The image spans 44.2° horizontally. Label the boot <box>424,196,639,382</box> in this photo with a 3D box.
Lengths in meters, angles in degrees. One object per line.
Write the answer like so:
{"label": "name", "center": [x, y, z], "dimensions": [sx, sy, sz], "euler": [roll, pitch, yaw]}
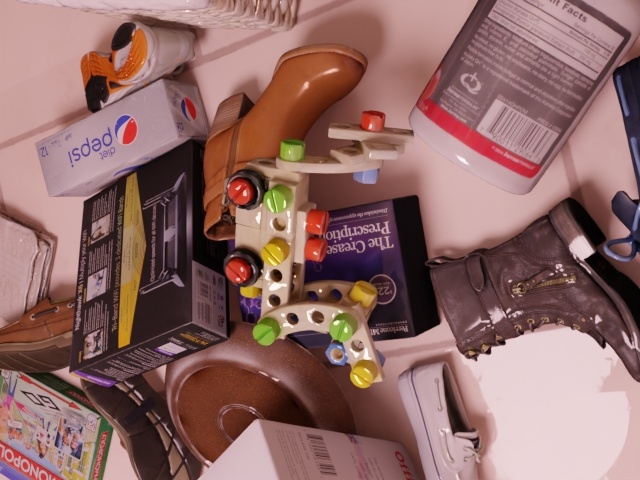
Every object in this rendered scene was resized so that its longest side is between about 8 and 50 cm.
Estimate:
{"label": "boot", "center": [0.272, 0.095, 0.982], "dimensions": [0.229, 0.091, 0.263], "euler": [-35, 74, 31]}

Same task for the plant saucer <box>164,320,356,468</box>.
{"label": "plant saucer", "center": [-0.101, 0.260, 1.141], "dimensions": [0.311, 0.050, 0.310], "euler": [11, 122, 18]}

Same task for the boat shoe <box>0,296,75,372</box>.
{"label": "boat shoe", "center": [-0.457, 0.156, 1.360], "dimensions": [0.307, 0.111, 0.104], "euler": [-10, 60, 20]}

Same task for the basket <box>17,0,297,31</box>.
{"label": "basket", "center": [-0.210, -0.466, 1.075], "dimensions": [0.328, 0.266, 0.331], "euler": [10, 100, 27]}

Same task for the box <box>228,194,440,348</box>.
{"label": "box", "center": [0.015, 0.051, 1.097], "dimensions": [0.261, 0.103, 0.184], "euler": [-10, 92, 28]}

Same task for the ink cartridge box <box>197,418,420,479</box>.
{"label": "ink cartridge box", "center": [-0.005, 0.379, 1.008], "dimensions": [0.197, 0.270, 0.198], "euler": [-49, 43, 24]}

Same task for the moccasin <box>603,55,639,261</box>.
{"label": "moccasin", "center": [0.389, -0.043, 0.889], "dimensions": [0.117, 0.138, 0.342], "euler": [-4, 78, 32]}

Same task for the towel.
{"label": "towel", "center": [-0.609, 0.035, 1.454], "dimensions": [0.282, 0.049, 0.187], "euler": [20, 103, 25]}

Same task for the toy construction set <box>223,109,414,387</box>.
{"label": "toy construction set", "center": [0.000, 0.000, 0.951], "dimensions": [0.215, 0.151, 0.327], "euler": [13, 99, 18]}

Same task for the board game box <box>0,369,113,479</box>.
{"label": "board game box", "center": [-0.519, 0.345, 1.436], "dimensions": [0.317, 0.046, 0.213], "euler": [20, 103, 25]}

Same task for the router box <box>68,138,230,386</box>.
{"label": "router box", "center": [-0.253, 0.034, 1.172], "dimensions": [0.243, 0.081, 0.309], "euler": [-23, 55, 28]}

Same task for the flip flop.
{"label": "flip flop", "center": [-0.294, 0.304, 1.288], "dimensions": [0.277, 0.112, 0.080], "euler": [51, 155, 3]}

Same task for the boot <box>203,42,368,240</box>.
{"label": "boot", "center": [-0.057, -0.128, 1.061], "dimensions": [0.283, 0.109, 0.220], "euler": [-16, 56, 32]}

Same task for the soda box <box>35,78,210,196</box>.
{"label": "soda box", "center": [-0.317, -0.156, 1.257], "dimensions": [0.286, 0.091, 0.098], "euler": [-20, 84, 28]}

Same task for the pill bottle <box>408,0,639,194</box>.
{"label": "pill bottle", "center": [0.252, -0.227, 0.901], "dimensions": [0.176, 0.176, 0.318], "euler": [38, 110, 20]}

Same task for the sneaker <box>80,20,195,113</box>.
{"label": "sneaker", "center": [-0.285, -0.264, 1.234], "dimensions": [0.262, 0.121, 0.099], "euler": [-9, 92, 52]}

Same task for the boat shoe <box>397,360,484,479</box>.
{"label": "boat shoe", "center": [0.175, 0.270, 1.039], "dimensions": [0.076, 0.083, 0.226], "euler": [-28, 81, 28]}
